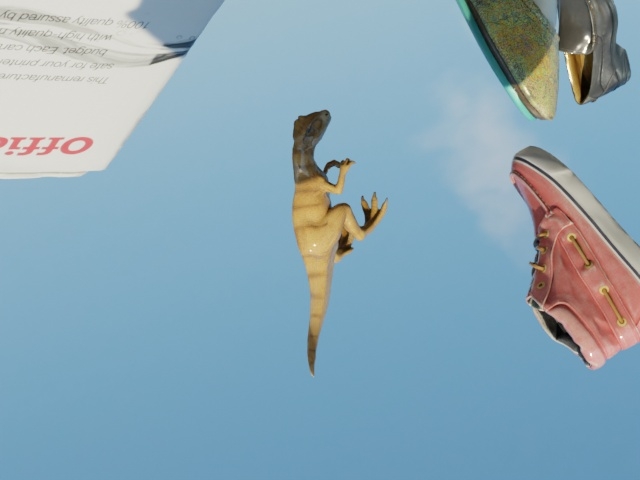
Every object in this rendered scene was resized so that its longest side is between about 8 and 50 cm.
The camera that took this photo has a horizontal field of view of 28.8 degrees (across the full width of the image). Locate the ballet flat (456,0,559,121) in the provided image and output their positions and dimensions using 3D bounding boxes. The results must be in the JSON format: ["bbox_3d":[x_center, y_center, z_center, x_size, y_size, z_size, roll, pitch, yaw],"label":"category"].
[{"bbox_3d":[0.151,-0.273,1.174,0.123,0.123,0.348,-25,-113,-12],"label":"ballet flat"}]

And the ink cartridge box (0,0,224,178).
[{"bbox_3d":[-0.212,-0.215,0.826,0.286,0.166,0.395,-2,149,-39],"label":"ink cartridge box"}]

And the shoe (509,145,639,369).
[{"bbox_3d":[0.171,0.010,0.895,0.081,0.063,0.178,-35,-123,-3],"label":"shoe"}]

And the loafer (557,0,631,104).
[{"bbox_3d":[0.277,-0.216,1.313,0.061,0.170,0.062,-41,-145,-14],"label":"loafer"}]

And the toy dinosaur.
[{"bbox_3d":[0.000,0.000,1.037,0.064,0.211,0.112,-5,180,41],"label":"toy dinosaur"}]
